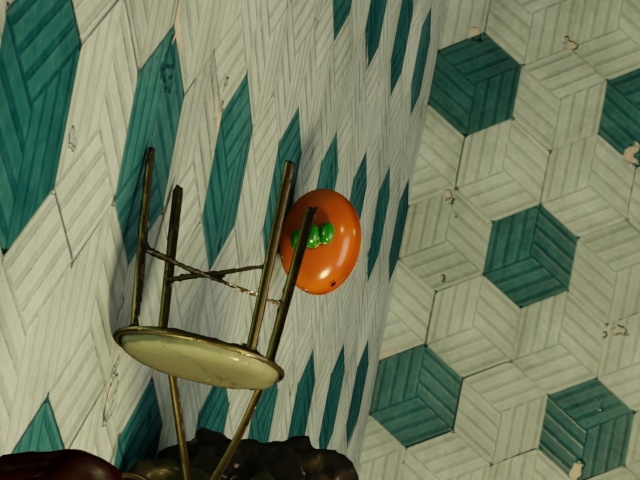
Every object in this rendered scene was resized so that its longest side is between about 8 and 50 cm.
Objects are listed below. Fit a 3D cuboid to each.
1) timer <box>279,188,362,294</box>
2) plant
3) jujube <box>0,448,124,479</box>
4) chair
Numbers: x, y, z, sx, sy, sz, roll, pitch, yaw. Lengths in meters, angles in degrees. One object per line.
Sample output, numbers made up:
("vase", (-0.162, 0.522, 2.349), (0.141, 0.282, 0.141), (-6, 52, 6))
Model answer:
("timer", (0.000, 0.000, 2.252), (0.136, 0.099, 0.136), (0, 90, -87))
("plant", (-0.072, 0.281, 1.755), (0.312, 0.215, 0.213), (79, 18, -62))
("jujube", (-0.176, 0.302, 1.161), (0.216, 0.216, 0.342), (-40, 132, -77))
("chair", (-0.099, 0.100, 1.561), (0.170, 0.159, 0.326), (65, 35, -72))
